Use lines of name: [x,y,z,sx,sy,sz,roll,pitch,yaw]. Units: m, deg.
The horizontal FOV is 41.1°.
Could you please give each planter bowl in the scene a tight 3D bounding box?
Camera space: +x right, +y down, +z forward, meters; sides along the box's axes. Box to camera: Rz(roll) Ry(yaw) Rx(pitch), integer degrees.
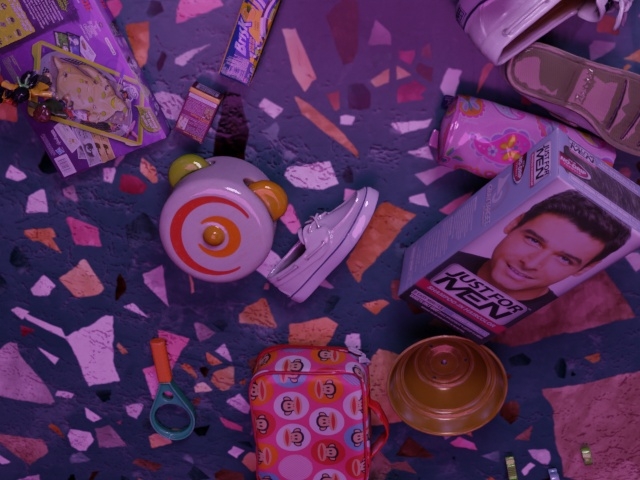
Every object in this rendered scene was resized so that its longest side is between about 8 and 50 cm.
planter bowl: [0.229,0.245,1.567,0.217,0.090,0.217,1,116,3]

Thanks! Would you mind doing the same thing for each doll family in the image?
doll family: [-0.487,-0.239,1.336,0.192,0.111,0.076,10,116,0]

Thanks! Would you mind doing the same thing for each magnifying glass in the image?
magnifying glass: [-0.299,0.294,1.669,0.092,0.026,0.231,-3,114,6]

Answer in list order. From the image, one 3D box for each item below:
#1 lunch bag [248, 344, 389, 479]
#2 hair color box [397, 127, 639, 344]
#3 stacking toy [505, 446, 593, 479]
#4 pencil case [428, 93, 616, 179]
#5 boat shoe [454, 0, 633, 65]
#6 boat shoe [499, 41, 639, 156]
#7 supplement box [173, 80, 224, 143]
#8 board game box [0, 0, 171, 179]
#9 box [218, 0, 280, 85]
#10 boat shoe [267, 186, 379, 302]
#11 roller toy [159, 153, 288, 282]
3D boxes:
lunch bag: [0.001,0.342,1.614,0.258,0.120,0.293,1,115,4]
hair color box: [0.310,0.009,1.358,0.185,0.114,0.374,31,135,-17]
stacking toy: [0.469,0.511,1.695,0.166,0.052,0.221,-12,113,10]
pencil case: [0.321,-0.142,1.367,0.284,0.124,0.124,15,115,-2]
boat shoe: [0.384,-0.355,1.196,0.367,0.136,0.157,-28,71,2]
boat shoe: [0.420,-0.226,1.323,0.302,0.103,0.113,27,104,-7]
supplement box: [-0.201,-0.212,1.412,0.055,0.043,0.083,25,114,-8]
board game box: [-0.414,-0.290,1.392,0.208,0.056,0.347,-18,113,17]
box: [-0.105,-0.334,1.337,0.054,0.059,0.169,21,115,-7]
boat shoe: [0.000,0.000,1.468,0.084,0.095,0.258,32,113,-15]
roller toy: [-0.166,-0.032,1.437,0.209,0.146,0.191,11,116,-2]
